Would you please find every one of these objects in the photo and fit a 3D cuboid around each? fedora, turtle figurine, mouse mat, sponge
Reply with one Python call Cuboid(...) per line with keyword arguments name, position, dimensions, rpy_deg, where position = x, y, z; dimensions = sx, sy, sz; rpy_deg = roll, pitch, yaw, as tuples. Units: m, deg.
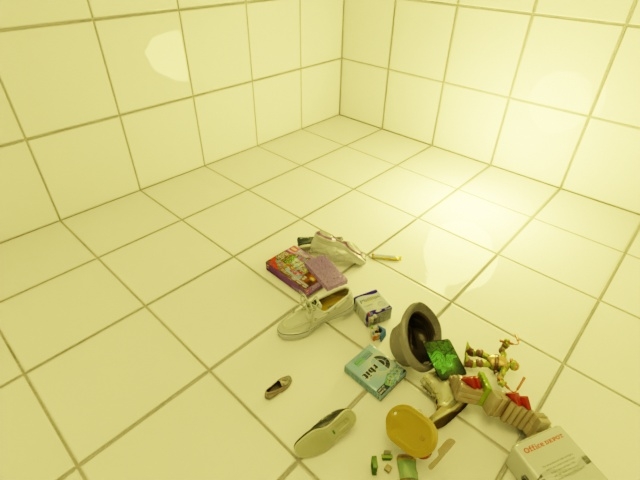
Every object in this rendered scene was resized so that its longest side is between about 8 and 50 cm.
Cuboid(name="fedora", position=(0.363, 0.391, 1.650), dimensions=(0.124, 0.243, 0.276), rpy_deg=(-27, 30, 43))
Cuboid(name="turtle figurine", position=(0.681, 0.464, 1.633), dimensions=(0.217, 0.087, 0.270), rpy_deg=(10, 46, 19))
Cuboid(name="mouse mat", position=(0.480, 0.455, 1.604), dimensions=(0.189, 0.007, 0.153), rpy_deg=(5, 51, -40))
Cuboid(name="sponge", position=(0.024, 0.152, 1.993), dimensions=(0.117, 0.031, 0.210), rpy_deg=(-19, 44, -27))

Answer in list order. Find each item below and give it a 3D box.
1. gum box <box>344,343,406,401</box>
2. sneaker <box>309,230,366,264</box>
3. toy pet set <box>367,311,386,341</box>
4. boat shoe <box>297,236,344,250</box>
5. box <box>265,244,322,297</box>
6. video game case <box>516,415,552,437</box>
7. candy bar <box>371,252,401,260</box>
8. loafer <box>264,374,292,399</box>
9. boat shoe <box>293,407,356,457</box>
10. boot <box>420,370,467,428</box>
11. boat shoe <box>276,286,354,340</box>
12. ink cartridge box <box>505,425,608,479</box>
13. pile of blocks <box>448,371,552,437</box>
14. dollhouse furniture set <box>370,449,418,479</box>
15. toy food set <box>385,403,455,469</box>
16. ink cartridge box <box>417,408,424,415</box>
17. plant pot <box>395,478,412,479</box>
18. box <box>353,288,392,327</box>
Cuboid(name="gum box", position=(0.211, 0.504, 1.607), dimensions=(0.156, 0.041, 0.184), rpy_deg=(-29, 47, -35))
Cuboid(name="sneaker", position=(0.089, 0.065, 2.153), dimensions=(0.304, 0.152, 0.114), rpy_deg=(26, 22, -4))
Cuboid(name="toy pet set", position=(0.241, 0.371, 1.728), dimensions=(0.065, 0.114, 0.122), rpy_deg=(-10, 37, 1))
Cuboid(name="boat shoe", position=(0.000, 0.000, 2.234), dimensions=(0.254, 0.095, 0.079), rpy_deg=(-10, 73, -3))
Cuboid(name="box", position=(-0.104, 0.146, 2.069), dimensions=(0.293, 0.057, 0.200), rpy_deg=(31, 45, 33))
Cuboid(name="video game case", position=(0.742, 0.648, 1.450), dimensions=(0.121, 0.011, 0.087), rpy_deg=(4, 36, 4))
Cuboid(name="candy bar", position=(0.346, 0.088, 2.192), dimensions=(0.161, 0.018, 0.040), rpy_deg=(6, 37, 6))
Cuboid(name="loafer", position=(-0.155, 0.542, 1.549), dimensions=(0.045, 0.039, 0.125), rpy_deg=(30, 46, 35))
Cuboid(name="boat shoe", position=(0.011, 0.645, 1.403), dimensions=(0.232, 0.084, 0.079), rpy_deg=(-26, 6, -22))
Cuboid(name="boot", position=(0.417, 0.566, 1.499), dimensions=(0.213, 0.077, 0.165), rpy_deg=(-18, 41, -35))
Cuboid(name="boat shoe", position=(-0.022, 0.291, 1.774), dimensions=(0.366, 0.157, 0.136), rpy_deg=(-20, 41, -14))
Cuboid(name="ink cartridge box", position=(0.731, 0.732, 1.250), dimensions=(0.196, 0.114, 0.273), rpy_deg=(-13, 39, -16))
Cuboid(name="pile of blocks", position=(0.635, 0.544, 1.445), dimensions=(0.361, 0.113, 0.149), rpy_deg=(25, 25, 15))
Cuboid(name="dollhouse furniture set", position=(0.236, 0.708, 1.318), dimensions=(0.151, 0.059, 0.076), rpy_deg=(0, 37, -1))
Cuboid(name="toy food set", position=(0.312, 0.630, 1.340), dimensions=(0.217, 0.071, 0.128), rpy_deg=(29, 72, 38))
Cuboid(name="ink cartridge box", position=(0.325, 0.647, 1.408), dimensions=(0.088, 0.052, 0.123), rpy_deg=(-10, 37, -12))
Cuboid(name="plant pot", position=(0.253, 0.756, 1.213), dimensions=(0.134, 0.134, 0.095), rpy_deg=(31, 20, 34))
Cuboid(name="box", position=(0.229, 0.301, 1.857), dimensions=(0.126, 0.072, 0.137), rpy_deg=(-16, 39, -22))
